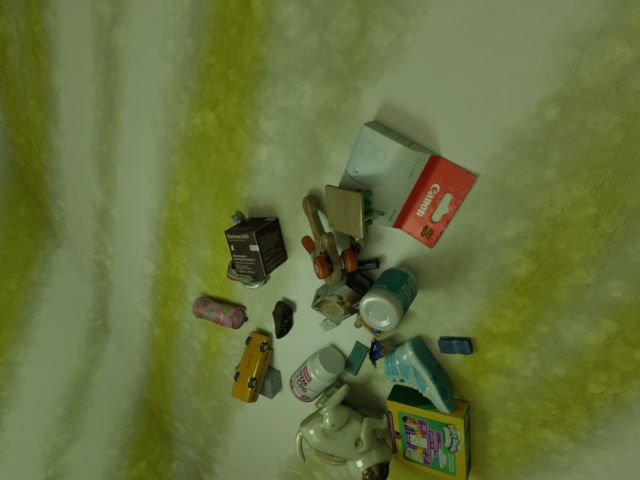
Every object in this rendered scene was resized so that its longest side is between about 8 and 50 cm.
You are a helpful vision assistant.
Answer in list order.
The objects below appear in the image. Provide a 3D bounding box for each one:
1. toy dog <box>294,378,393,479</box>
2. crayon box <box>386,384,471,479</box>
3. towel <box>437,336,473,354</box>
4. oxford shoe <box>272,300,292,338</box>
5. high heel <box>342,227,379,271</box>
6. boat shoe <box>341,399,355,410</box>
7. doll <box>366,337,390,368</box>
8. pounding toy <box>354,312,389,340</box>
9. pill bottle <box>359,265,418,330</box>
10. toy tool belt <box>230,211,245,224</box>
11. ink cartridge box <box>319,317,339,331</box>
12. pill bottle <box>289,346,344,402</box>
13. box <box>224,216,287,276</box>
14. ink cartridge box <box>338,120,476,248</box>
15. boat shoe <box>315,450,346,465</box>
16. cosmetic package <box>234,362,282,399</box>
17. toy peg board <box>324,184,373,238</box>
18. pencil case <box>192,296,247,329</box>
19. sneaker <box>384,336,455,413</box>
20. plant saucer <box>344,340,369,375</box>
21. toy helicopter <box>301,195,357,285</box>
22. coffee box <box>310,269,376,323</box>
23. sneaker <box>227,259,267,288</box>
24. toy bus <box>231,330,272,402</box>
[{"bbox_3d":[0.133,0.866,1.779,0.408,0.395,0.284,45,156,5],"label":"toy dog"},{"bbox_3d":[0.457,0.809,1.737,0.313,0.106,0.362,4,116,29],"label":"crayon box"},{"bbox_3d":[0.502,0.393,1.544,0.120,0.029,0.067,-8,109,34],"label":"towel"},{"bbox_3d":[-0.184,0.369,1.945,0.096,0.083,0.227,42,134,37],"label":"oxford shoe"},{"bbox_3d":[0.095,0.012,1.566,0.186,0.093,0.261,-12,111,36],"label":"high heel"},{"bbox_3d":[0.118,0.829,1.982,0.228,0.069,0.081,33,127,14],"label":"boat shoe"},{"bbox_3d":[0.228,0.461,1.700,0.046,0.129,0.189,8,155,-12],"label":"doll"},{"bbox_3d":[0.192,0.308,1.654,0.181,0.094,0.206,43,128,6],"label":"pounding toy"},{"bbox_3d":[0.251,0.186,1.446,0.146,0.264,0.146,15,121,25],"label":"pill bottle"},{"bbox_3d":[-0.359,-0.081,1.828,0.083,0.051,0.052,52,129,-1],"label":"toy tool belt"},{"bbox_3d":[0.039,0.365,1.821,0.083,0.028,0.048,-32,94,39],"label":"ink cartridge box"},{"bbox_3d":[-0.016,0.612,1.897,0.160,0.160,0.283,42,128,8],"label":"pill bottle"},{"bbox_3d":[-0.269,0.024,1.751,0.169,0.167,0.203,1,114,32],"label":"box"},{"bbox_3d":[0.259,-0.168,1.373,0.385,0.091,0.308,34,127,15],"label":"ink cartridge box"},{"bbox_3d":[0.130,1.039,2.059,0.341,0.122,0.110,-4,107,23],"label":"boat shoe"},{"bbox_3d":[-0.329,0.728,2.193,0.238,0.107,0.127,12,119,24],"label":"cosmetic package"},{"bbox_3d":[0.104,-0.110,1.414,0.161,0.079,0.161,20,126,42],"label":"toy peg board"},{"bbox_3d":[-0.517,0.369,2.120,0.284,0.124,0.124,9,118,28],"label":"pencil case"},{"bbox_3d":[0.378,0.552,1.646,0.208,0.127,0.318,-34,84,37],"label":"sneaker"},{"bbox_3d":[0.157,0.526,1.837,0.067,0.018,0.192,29,125,16],"label":"plant saucer"},{"bbox_3d":[0.000,0.000,1.572,0.235,0.140,0.354,123,131,-67],"label":"toy helicopter"},{"bbox_3d":[0.091,0.218,1.628,0.141,0.098,0.246,34,138,-16],"label":"coffee box"},{"bbox_3d":[-0.345,0.156,1.918,0.225,0.088,0.092,18,120,24],"label":"sneaker"},{"bbox_3d":[-0.332,0.627,2.064,0.108,0.130,0.332,13,82,27],"label":"toy bus"}]
